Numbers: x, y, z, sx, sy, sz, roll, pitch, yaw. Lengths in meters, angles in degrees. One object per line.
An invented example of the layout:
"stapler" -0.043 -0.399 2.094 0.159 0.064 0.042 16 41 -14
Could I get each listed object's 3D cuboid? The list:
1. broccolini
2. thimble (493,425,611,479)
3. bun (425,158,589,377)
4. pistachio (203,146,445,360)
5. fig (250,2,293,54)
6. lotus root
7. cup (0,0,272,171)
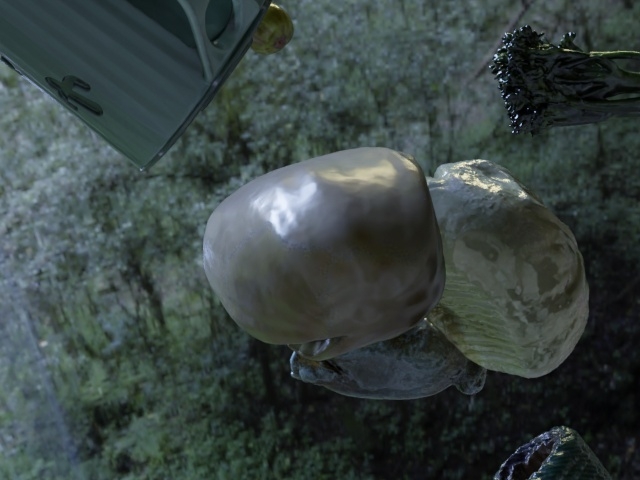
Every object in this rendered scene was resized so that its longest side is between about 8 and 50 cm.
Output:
"broccolini" 0.215 -0.106 0.682 0.201 0.074 0.058 1 65 3
"thimble" 0.264 0.284 1.164 0.090 0.118 0.135 51 47 0
"bun" 0.245 0.025 1.521 0.365 0.365 0.219 28 65 40
"pistachio" 0.000 0.000 0.869 0.197 0.166 0.288 -62 27 -3
"fig" -0.114 -0.372 1.722 0.093 0.093 0.166 -28 42 -26
"lotus root" 0.125 0.199 1.809 0.350 0.175 0.175 5 36 2
"cup" -0.261 -0.334 1.308 0.392 0.401 0.310 35 45 -16
